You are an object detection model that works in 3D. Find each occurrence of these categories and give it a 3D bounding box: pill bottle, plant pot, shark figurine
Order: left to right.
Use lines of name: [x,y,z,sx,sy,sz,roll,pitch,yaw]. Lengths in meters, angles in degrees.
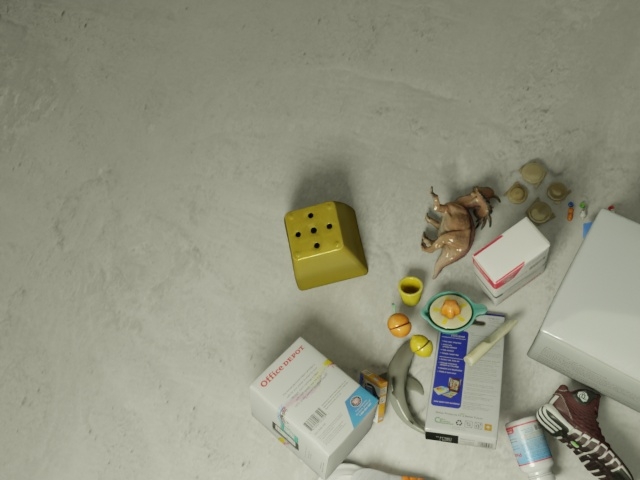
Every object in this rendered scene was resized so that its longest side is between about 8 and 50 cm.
plant pot: [0.000,0.000,1.996,0.212,0.187,0.212,-15,71,8]
shark figurine: [0.221,0.417,1.862,0.166,0.116,0.278,-24,68,6]
pill bottle: [0.530,0.527,1.772,0.087,0.087,0.160,-18,70,6]

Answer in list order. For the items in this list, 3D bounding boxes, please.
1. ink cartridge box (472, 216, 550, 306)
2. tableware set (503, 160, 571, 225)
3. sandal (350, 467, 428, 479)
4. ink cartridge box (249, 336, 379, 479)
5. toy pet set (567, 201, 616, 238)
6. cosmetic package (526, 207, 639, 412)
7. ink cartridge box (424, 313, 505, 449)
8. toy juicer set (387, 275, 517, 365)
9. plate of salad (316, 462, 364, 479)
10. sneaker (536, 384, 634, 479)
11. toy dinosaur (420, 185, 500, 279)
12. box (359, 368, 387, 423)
ink cartridge box: [0.495,0.061,1.844,0.172,0.237,0.100,-35,67,0]
tableware set: [0.611,-0.134,1.994,0.141,0.020,0.168,-45,71,-2]
sandal: [0.203,0.653,1.809,0.265,0.076,0.102,18,54,6]
ink cartridge box: [-0.021,0.433,1.830,0.270,0.197,0.198,37,60,22]
toy pet set: [0.737,-0.057,1.918,0.122,0.065,0.114,5,74,14]
cosmetic package: [0.722,0.183,1.673,0.327,0.394,0.330,27,80,19]
ink cartridge box: [0.380,0.349,1.832,0.175,0.069,0.371,5,51,14]
toy juicer set: [0.329,0.219,1.858,0.328,0.090,0.209,18,53,23]
plate of salad: [0.067,0.682,1.830,0.199,0.048,0.200,5,71,-15]
sneaker: [0.686,0.467,1.754,0.281,0.106,0.162,43,59,3]
toy dinosaur: [0.387,-0.033,1.962,0.200,0.127,0.296,10,81,8]
box: [0.136,0.421,1.878,0.081,0.028,0.136,24,116,45]
